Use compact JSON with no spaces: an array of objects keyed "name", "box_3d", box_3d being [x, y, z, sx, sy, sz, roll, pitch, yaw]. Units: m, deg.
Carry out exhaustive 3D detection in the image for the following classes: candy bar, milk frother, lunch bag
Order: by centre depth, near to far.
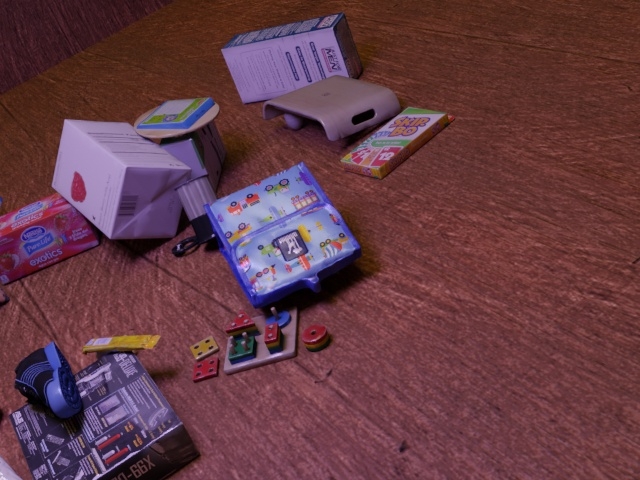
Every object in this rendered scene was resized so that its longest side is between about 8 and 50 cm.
[{"name":"candy bar","box_3d":[-0.361,0.186,1.679,0.162,0.018,0.040,-7,29,26]},{"name":"lunch bag","box_3d":[-0.065,0.012,1.782,0.221,0.138,0.293,-25,41,-9]},{"name":"milk frother","box_3d":[-0.280,-0.053,2.030,0.143,0.134,0.129,-24,0,-8]}]

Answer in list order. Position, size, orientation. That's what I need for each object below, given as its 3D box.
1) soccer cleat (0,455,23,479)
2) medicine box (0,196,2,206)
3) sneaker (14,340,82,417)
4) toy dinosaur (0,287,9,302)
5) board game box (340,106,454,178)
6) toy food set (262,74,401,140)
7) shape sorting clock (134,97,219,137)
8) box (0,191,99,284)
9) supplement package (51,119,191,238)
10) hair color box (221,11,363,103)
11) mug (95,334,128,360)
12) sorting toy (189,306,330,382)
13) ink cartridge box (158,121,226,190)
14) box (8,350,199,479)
[{"name":"soccer cleat","box_3d":[-0.525,0.404,1.539,0.068,0.076,0.196,-38,34,-24]},{"name":"medicine box","box_3d":[-0.964,-0.016,2.348,0.263,0.149,0.289,-36,29,9]},{"name":"sneaker","box_3d":[-0.470,0.252,1.593,0.090,0.081,0.232,-32,23,-9]},{"name":"toy dinosaur","box_3d":[-0.883,0.107,2.124,0.296,0.127,0.200,-21,35,-18]},{"name":"board game box","box_3d":[0.177,-0.229,2.106,0.259,0.039,0.124,-37,34,-28]},{"name":"toy food set","box_3d":[0.024,-0.319,2.312,0.220,0.092,0.306,-25,30,-27]},{"name":"shape sorting clock","box_3d":[-0.339,-0.288,2.212,0.206,0.040,0.206,-12,28,6]},{"name":"box","box_3d":[-0.672,-0.016,2.243,0.257,0.122,0.128,-23,29,0]},{"name":"supplement package","box_3d":[-0.459,-0.142,2.132,0.175,0.177,0.293,-3,27,-43]},{"name":"hair color box","box_3d":[-0.077,-0.492,2.542,0.347,0.173,0.105,-4,34,28]},{"name":"mug","box_3d":[-0.388,0.217,1.752,0.062,0.064,0.078,-17,31,11]},{"name":"sorting toy","box_3d":[-0.119,0.168,1.670,0.275,0.046,0.132,-16,31,12]},{"name":"ink cartridge box","box_3d":[-0.309,-0.223,2.290,0.093,0.160,0.219,-13,32,12]},{"name":"box","box_3d":[-0.370,0.322,1.564,0.242,0.076,0.307,-32,32,-16]}]
